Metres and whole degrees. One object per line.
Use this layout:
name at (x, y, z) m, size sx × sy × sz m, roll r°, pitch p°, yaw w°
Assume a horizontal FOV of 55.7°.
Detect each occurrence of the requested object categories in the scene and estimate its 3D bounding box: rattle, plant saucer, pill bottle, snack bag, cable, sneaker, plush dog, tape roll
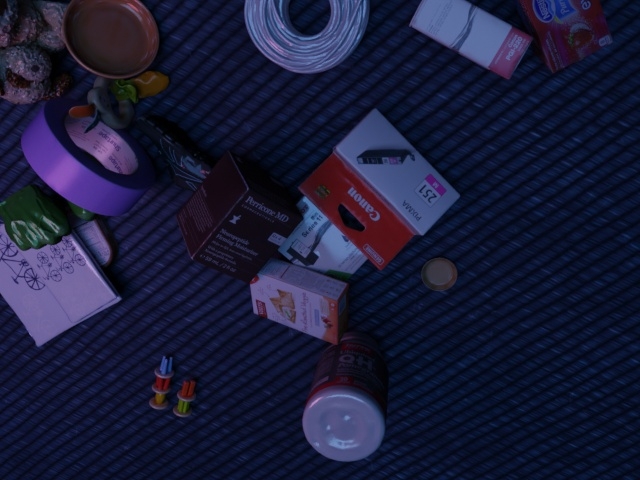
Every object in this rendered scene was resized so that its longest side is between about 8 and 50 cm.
rattle at (-0.431, -0.302, 1.321) m, size 0.143 × 0.199 × 0.130 m, roll 6°, pitch 109°, yaw 7°
plant saucer at (-0.454, -0.446, 1.318) m, size 0.200 × 0.037 × 0.199 m, roll 2°, pitch 85°, yaw -23°
plant saucer at (0.282, 0.078, 1.437) m, size 0.084 × 0.015 × 0.083 m, roll 3°, pitch 108°, yaw 8°
pill bottle at (0.067, 0.338, 1.393) m, size 0.176 × 0.318 × 0.176 m, roll 2°, pitch 109°, yaw 7°
snack bag at (-0.720, 0.089, 1.559) m, size 0.343 × 0.037 × 0.323 m, roll -28°, pitch 102°, yaw 24°
cable at (-0.026, -0.482, 1.263) m, size 0.257 × 0.089 × 0.257 m, roll 14°, pitch 110°, yaw 5°
sneaker at (-0.324, -0.182, 1.399) m, size 0.267 × 0.101 × 0.106 m, roll 40°, pitch 111°, yaw -5°
plush dog at (-0.661, -0.412, 1.322) m, size 0.211 × 0.262 × 0.225 m, roll 13°, pitch 105°, yaw 32°
tape roll at (-0.502, -0.184, 1.331) m, size 0.275 × 0.275 × 0.090 m, roll 44°, pitch 109°, yaw -7°

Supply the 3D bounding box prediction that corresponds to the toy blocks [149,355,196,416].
toy blocks at (-0.387, 0.386, 1.617) m, size 0.123 × 0.054 × 0.148 m, roll 16°, pitch 109°, yaw 4°

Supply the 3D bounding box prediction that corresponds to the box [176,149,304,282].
box at (-0.182, -0.050, 1.339) m, size 0.168 × 0.167 × 0.203 m, roll 28°, pitch 110°, yaw -39°

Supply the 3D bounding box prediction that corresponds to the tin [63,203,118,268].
tin at (-0.585, -0.016, 1.526) m, size 0.106 × 0.040 × 0.189 m, roll -23°, pitch 103°, yaw 11°

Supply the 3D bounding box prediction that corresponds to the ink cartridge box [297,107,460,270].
ink cartridge box at (0.128, -0.108, 1.333) m, size 0.275 × 0.060 × 0.239 m, roll 44°, pitch 84°, yaw -7°

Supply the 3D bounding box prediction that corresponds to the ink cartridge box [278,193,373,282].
ink cartridge box at (0.000, 0.000, 1.415) m, size 0.208 × 0.087 × 0.153 m, roll 40°, pitch 109°, yaw -6°

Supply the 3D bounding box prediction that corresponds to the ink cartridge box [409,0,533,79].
ink cartridge box at (0.292, -0.414, 1.199) m, size 0.218 × 0.158 × 0.092 m, roll 26°, pitch 111°, yaw -1°

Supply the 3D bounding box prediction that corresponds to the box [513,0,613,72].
box at (0.436, -0.469, 1.145) m, size 0.123 × 0.128 × 0.257 m, roll -26°, pitch 118°, yaw 17°

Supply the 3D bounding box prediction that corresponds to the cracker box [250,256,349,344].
cracker box at (-0.051, 0.138, 1.419) m, size 0.232 × 0.067 × 0.155 m, roll 18°, pitch 136°, yaw 21°

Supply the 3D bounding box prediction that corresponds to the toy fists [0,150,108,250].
toy fists at (-0.605, -0.083, 1.431) m, size 0.279 × 0.096 × 0.142 m, roll -35°, pitch 87°, yaw -15°
